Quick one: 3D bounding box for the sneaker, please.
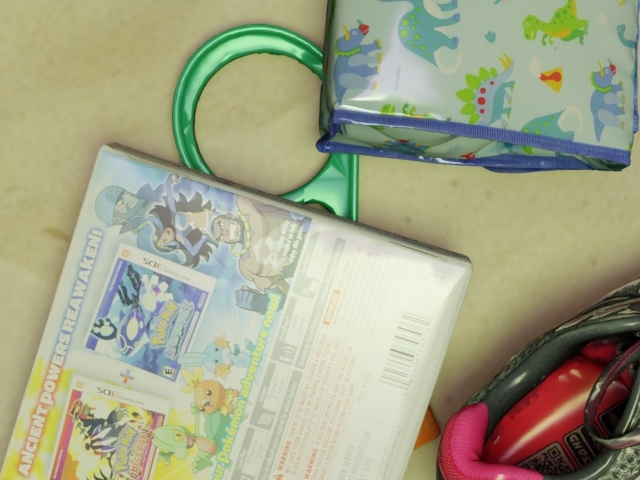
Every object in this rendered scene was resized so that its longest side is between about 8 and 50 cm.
[{"bbox_3d":[0.189,0.054,0.753,0.299,0.112,0.121,-39,55,-3],"label":"sneaker"}]

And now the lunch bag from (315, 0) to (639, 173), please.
[{"bbox_3d":[0.078,-0.102,0.764,0.151,0.096,0.128,4,84,-4],"label":"lunch bag"}]

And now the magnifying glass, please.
[{"bbox_3d":[0.000,0.000,0.806,0.092,0.026,0.231,-25,92,-3],"label":"magnifying glass"}]

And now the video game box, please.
[{"bbox_3d":[-0.046,0.077,0.777,0.187,0.048,0.205,18,97,-2],"label":"video game box"}]
